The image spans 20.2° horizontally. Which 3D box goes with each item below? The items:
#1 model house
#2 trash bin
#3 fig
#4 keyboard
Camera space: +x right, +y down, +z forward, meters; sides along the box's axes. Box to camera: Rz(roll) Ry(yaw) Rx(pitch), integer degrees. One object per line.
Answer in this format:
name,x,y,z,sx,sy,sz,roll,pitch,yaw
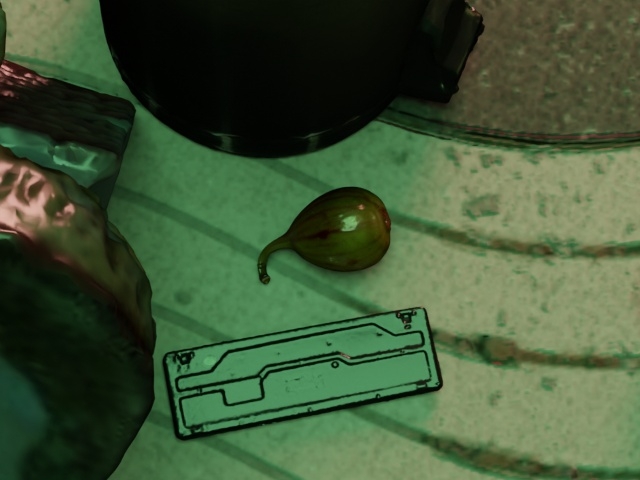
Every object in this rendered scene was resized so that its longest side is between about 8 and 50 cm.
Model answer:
model house,-0.242,-0.043,0.923,0.360,0.297,0.339,16,42,-5
trash bin,-0.025,-0.185,0.941,0.252,0.301,0.203,24,75,6
fig,0.000,0.000,1.028,0.083,0.050,0.050,-22,75,12
keyboard,-0.010,0.075,1.020,0.155,0.010,0.053,-10,76,-4
